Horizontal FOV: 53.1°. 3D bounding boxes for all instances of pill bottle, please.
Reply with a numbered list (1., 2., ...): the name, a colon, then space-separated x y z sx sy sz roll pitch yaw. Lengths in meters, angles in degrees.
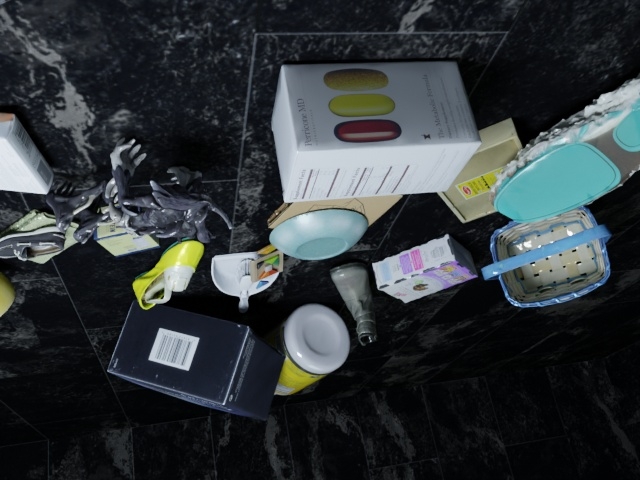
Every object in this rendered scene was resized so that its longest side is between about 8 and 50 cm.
1. pill bottle: -0.076 0.314 1.760 0.187 0.188 0.334 4 152 -30

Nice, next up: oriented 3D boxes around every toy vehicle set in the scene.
1. toy vehicle set: 0.297 -0.116 1.161 0.165 0.035 0.267 -20 154 20

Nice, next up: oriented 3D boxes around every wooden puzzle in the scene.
1. wooden puzzle: -0.110 0.054 1.323 0.078 0.014 0.116 -24 142 -16

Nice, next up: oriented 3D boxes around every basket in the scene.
1. basket: 0.490 0.031 1.364 0.254 0.201 0.289 -21 164 24

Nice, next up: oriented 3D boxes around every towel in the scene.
1. towel: -0.475 -0.005 1.085 0.148 0.027 0.110 -24 152 27

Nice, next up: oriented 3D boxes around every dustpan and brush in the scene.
1. dustpan and brush: -0.165 0.098 1.400 0.147 0.060 0.211 -5 155 -14

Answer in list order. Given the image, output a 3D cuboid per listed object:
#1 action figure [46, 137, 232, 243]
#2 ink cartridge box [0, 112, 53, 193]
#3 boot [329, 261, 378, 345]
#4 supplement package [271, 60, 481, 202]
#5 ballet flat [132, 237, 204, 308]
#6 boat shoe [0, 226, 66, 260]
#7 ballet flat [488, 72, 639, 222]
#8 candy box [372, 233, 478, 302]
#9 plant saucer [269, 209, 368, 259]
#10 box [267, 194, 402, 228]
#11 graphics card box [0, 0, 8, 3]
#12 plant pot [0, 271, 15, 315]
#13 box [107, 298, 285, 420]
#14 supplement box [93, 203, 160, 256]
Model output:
1. action figure: -0.250 -0.066 0.918 0.275 0.141 0.164 -3 158 22
2. ink cartridge box: -0.466 -0.119 0.846 0.179 0.045 0.145 8 156 1
3. boot: 0.094 0.155 1.514 0.083 0.161 0.246 -16 155 10
4. supplement package: 0.066 -0.147 0.869 0.243 0.139 0.134 -6 157 -13
5. ballet flat: -0.299 0.074 1.272 0.077 0.077 0.231 13 146 -41
6. boat shoe: -0.474 0.012 1.042 0.125 0.038 0.046 -12 154 2
7. ballet flat: 0.450 -0.166 0.994 0.146 0.147 0.408 13 144 -42
8. candy box: 0.247 0.070 1.507 0.196 0.070 0.164 -23 154 23
9. plant saucer: 0.000 0.000 1.236 0.194 0.038 0.195 -9 157 -4
10. box: 0.026 -0.059 1.188 0.201 0.021 0.164 5 151 -31
11. graphics card box: -0.188 -0.318 0.443 0.370 0.094 0.233 -15 156 11
12. plant pot: -0.615 0.079 1.108 0.134 0.134 0.095 -10 131 -3
13. box: -0.274 0.288 1.500 0.296 0.183 0.294 11 162 18
14. supplement box: -0.325 -0.020 1.079 0.083 0.056 0.083 -13 156 4
